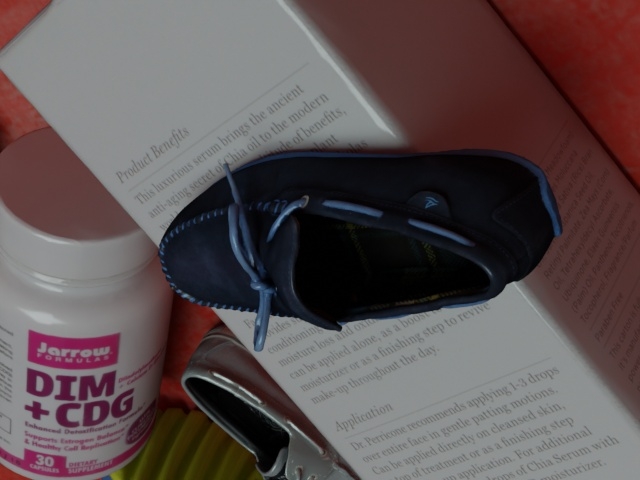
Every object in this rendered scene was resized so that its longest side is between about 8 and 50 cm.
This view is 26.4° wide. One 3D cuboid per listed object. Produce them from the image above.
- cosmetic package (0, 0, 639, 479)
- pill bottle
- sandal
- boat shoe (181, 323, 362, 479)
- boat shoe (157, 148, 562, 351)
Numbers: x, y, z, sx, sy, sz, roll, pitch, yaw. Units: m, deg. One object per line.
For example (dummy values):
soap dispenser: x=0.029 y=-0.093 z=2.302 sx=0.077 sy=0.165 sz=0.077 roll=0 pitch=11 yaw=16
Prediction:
cosmetic package: x=0.036 y=-0.028 z=0.886 sx=0.230 sy=0.161 sz=0.453 roll=-29 pitch=106 yaw=44
pill bottle: x=-0.201 y=0.054 z=1.109 sx=0.160 sy=0.160 sz=0.283 roll=26 pitch=135 yaw=13
sandal: x=-0.063 y=0.269 z=1.229 sx=0.317 sy=0.126 sz=0.138 roll=31 pitch=140 yaw=10
boat shoe: x=-0.028 y=0.172 z=1.149 sx=0.227 sy=0.081 sz=0.079 roll=44 pitch=136 yaw=-5
boat shoe: x=0.000 y=0.000 z=0.752 sx=0.258 sy=0.089 sz=0.109 roll=-14 pitch=116 yaw=39
